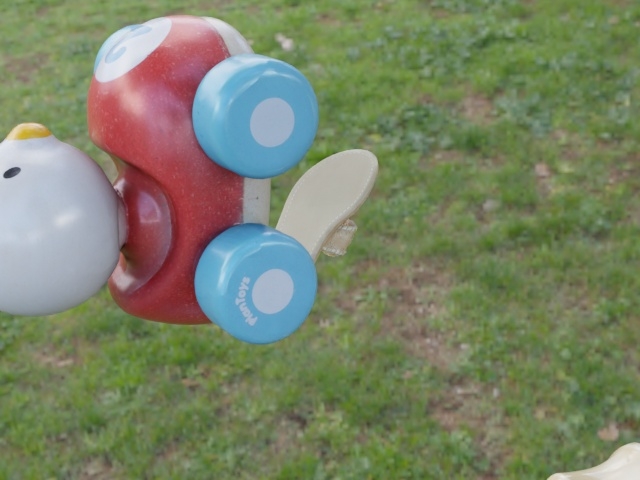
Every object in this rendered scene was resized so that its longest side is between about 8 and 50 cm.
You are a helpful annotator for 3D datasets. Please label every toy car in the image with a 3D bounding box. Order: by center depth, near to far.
[{"bbox_3d":[-0.155,-0.035,0.705,0.238,0.210,0.219,-9,20,-29],"label":"toy car"}]

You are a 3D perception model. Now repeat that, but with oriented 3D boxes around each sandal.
[{"bbox_3d":[-0.006,-0.002,1.286,0.088,0.079,0.240,17,54,25],"label":"sandal"}]

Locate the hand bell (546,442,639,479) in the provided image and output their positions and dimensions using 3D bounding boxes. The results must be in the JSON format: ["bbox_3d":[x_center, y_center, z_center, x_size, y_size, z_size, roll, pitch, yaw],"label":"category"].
[{"bbox_3d":[0.168,0.237,0.965,0.242,0.126,0.126,5,26,-12],"label":"hand bell"}]
